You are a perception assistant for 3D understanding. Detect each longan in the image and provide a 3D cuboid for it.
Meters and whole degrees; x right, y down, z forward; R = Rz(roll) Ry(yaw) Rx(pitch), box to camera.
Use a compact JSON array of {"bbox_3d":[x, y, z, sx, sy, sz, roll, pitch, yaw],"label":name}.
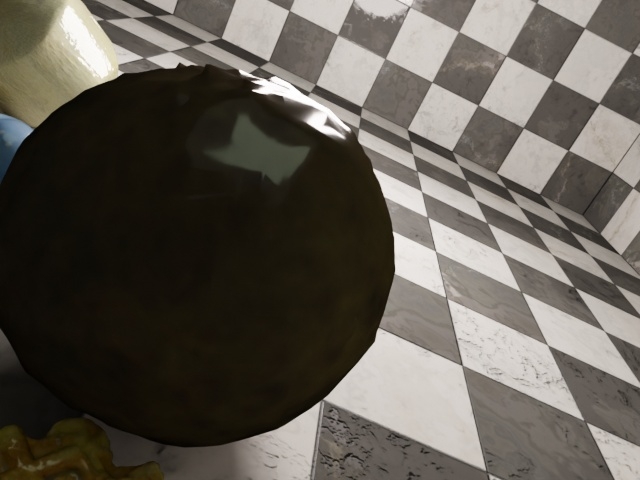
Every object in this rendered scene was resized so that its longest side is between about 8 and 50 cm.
[{"bbox_3d":[-0.116,0.008,0.587,0.390,0.391,0.391,23,23,-10],"label":"longan"}]

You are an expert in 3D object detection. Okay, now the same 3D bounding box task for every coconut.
[{"bbox_3d":[-0.503,-0.337,1.035,0.245,0.245,0.247,49,-10,42],"label":"coconut"}]

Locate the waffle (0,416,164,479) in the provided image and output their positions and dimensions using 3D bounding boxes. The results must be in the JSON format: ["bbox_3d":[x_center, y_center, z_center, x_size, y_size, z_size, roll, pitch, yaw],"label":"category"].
[{"bbox_3d":[-0.217,0.241,0.378,0.301,0.068,0.325,21,22,-15],"label":"waffle"}]

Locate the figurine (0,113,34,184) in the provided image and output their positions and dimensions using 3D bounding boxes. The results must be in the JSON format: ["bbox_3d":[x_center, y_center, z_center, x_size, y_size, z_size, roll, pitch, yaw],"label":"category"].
[{"bbox_3d":[-0.457,-0.075,0.719,0.162,0.143,0.263,30,38,27],"label":"figurine"}]

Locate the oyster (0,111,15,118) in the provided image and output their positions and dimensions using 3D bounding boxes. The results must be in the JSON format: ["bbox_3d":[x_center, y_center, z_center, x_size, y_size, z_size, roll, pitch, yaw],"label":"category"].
[{"bbox_3d":[-0.550,-0.196,0.953,0.083,0.081,0.038,-10,55,-3],"label":"oyster"}]
